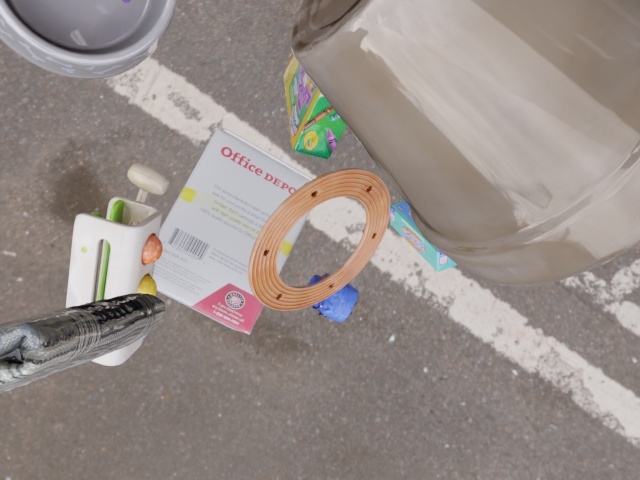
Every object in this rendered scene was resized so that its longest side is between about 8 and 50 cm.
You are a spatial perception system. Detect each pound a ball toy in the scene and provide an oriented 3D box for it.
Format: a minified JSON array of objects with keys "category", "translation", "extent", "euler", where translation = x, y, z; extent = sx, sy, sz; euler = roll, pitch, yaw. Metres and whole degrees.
[{"category":"pound a ball toy","translation":[-0.345,0.041,1.140],"extent":[0.135,0.208,0.319],"euler":[17,110,5]}]

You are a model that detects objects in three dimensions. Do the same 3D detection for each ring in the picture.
[{"category":"ring","translation":[0.000,0.000,1.220],"extent":[0.032,0.336,0.337],"euler":[44,126,35]}]

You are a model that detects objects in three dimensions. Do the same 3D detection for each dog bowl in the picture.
[{"category":"dog bowl","translation":[-0.398,-0.449,1.035],"extent":[0.348,0.102,0.349],"euler":[-7,106,-27]}]

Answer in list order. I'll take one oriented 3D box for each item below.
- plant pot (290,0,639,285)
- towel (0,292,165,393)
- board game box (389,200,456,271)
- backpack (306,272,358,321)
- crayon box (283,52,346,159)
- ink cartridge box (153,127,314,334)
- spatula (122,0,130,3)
[{"category":"plant pot","translation":[0.139,-0.160,0.555],"extent":[0.280,0.323,0.323],"euler":[32,119,-27]},{"category":"towel","translation":[-0.291,0.116,0.443],"extent":[0.324,0.312,0.056],"euler":[-19,89,-4]},{"category":"board game box","translation":[0.249,-0.039,1.075],"extent":[0.210,0.160,0.047],"euler":[-19,129,-15]},{"category":"backpack","translation":[0.023,0.133,1.429],"extent":[0.101,0.120,0.098],"euler":[22,92,-26]},{"category":"crayon box","translation":[-0.003,-0.319,1.258],"extent":[0.081,0.278,0.165],"euler":[12,134,-21]},{"category":"ink cartridge box","translation":[-0.212,-0.018,1.440],"extent":[0.279,0.160,0.385],"euler":[30,78,-13]},{"category":"spatula","translation":[-0.252,-0.373,0.673],"extent":[0.030,0.296,0.084],"euler":[9,79,0]}]
